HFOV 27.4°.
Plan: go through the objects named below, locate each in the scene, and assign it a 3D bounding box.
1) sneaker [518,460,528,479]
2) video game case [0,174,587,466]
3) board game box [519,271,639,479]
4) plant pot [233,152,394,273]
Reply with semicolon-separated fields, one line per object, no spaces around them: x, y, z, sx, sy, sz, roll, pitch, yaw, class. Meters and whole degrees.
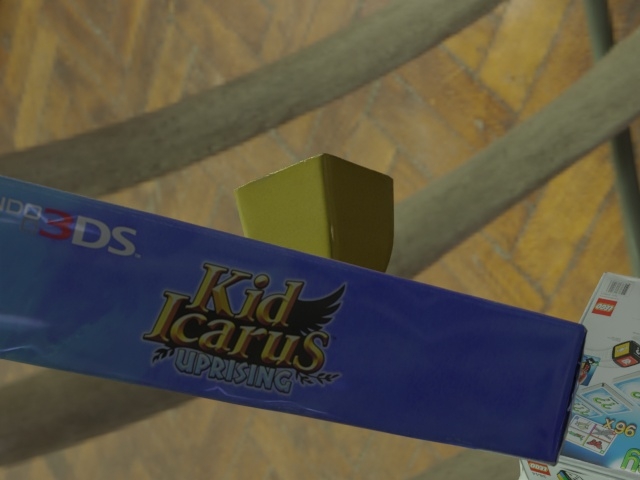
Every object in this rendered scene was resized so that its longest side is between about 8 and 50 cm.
0.204;0.267;1.226;0.153;0.094;0.235;-59;17;10;sneaker
-0.072;0.024;0.547;0.244;0.270;0.061;4;81;63;video game case
0.328;0.134;0.999;0.305;0.193;0.053;12;144;32;board game box
0.000;0.000;0.881;0.081;0.081;0.083;-19;68;34;plant pot
